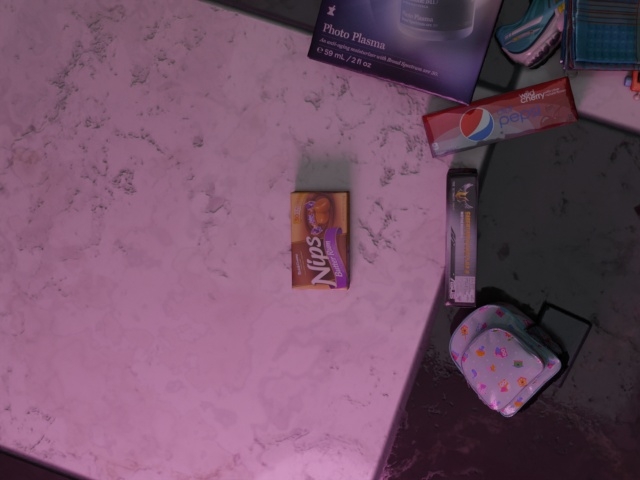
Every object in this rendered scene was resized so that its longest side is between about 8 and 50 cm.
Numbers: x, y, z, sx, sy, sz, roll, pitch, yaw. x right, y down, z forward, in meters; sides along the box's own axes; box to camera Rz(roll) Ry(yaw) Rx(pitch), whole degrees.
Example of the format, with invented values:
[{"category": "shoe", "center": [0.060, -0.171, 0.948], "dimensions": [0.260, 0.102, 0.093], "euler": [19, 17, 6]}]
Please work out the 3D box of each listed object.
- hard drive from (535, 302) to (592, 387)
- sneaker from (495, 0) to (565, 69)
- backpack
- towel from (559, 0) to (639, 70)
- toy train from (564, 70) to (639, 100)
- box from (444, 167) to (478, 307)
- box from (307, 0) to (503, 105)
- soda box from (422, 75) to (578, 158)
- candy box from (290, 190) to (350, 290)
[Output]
[{"category": "hard drive", "center": [0.435, 0.196, 1.778], "dimensions": [0.094, 0.022, 0.135], "euler": [25, 100, 5]}, {"category": "sneaker", "center": [0.421, -0.431, 1.665], "dimensions": [0.110, 0.107, 0.275], "euler": [44, 99, 14]}, {"category": "backpack", "center": [0.328, 0.206, 1.725], "dimensions": [0.188, 0.144, 0.166], "euler": [49, 114, 23]}, {"category": "towel", "center": [0.584, -0.422, 1.606], "dimensions": [0.370, 0.040, 0.271], "euler": [-2, 99, -14]}, {"category": "toy train", "center": [0.523, -0.320, 1.688], "dimensions": [0.166, 0.046, 0.125], "euler": [11, 98, 6]}, {"category": "box", "center": [0.252, -0.010, 1.697], "dimensions": [0.056, 0.183, 0.231], "euler": [1, 97, 9]}, {"category": "box", "center": [0.162, -0.422, 1.638], "dimensions": [0.296, 0.183, 0.294], "euler": [17, 108, 5]}, {"category": "soda box", "center": [0.319, -0.219, 1.706], "dimensions": [0.263, 0.092, 0.083], "euler": [-15, 94, 10]}, {"category": "candy box", "center": [0.000, 0.000, 1.800], "dimensions": [0.109, 0.053, 0.186], "euler": [1, 96, 8]}]
